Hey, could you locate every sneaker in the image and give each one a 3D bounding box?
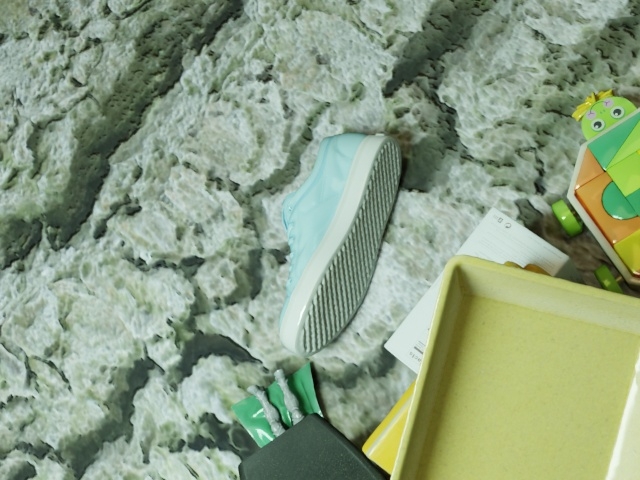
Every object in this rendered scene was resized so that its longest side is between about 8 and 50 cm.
[{"bbox_3d":[0.000,0.000,1.599,0.150,0.135,0.366,10,66,34],"label":"sneaker"}]

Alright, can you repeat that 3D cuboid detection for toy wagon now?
[{"bbox_3d":[0.455,-0.083,1.456,0.267,0.068,0.344,-33,61,9],"label":"toy wagon"}]

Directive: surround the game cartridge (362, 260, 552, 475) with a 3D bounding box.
[{"bbox_3d":[0.259,0.224,1.344,0.285,0.053,0.323,39,87,-10],"label":"game cartridge"}]

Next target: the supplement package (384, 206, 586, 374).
[{"bbox_3d":[0.228,0.103,1.443,0.134,0.139,0.244,37,90,30],"label":"supplement package"}]

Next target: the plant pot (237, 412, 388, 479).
[{"bbox_3d":[-0.002,0.341,1.393,0.187,0.188,0.167,-34,62,-3],"label":"plant pot"}]

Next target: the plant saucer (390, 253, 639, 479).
[{"bbox_3d":[0.260,0.208,1.277,0.333,0.081,0.332,14,93,-10],"label":"plant saucer"}]

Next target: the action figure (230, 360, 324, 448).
[{"bbox_3d":[-0.028,0.302,1.527,0.137,0.063,0.232,-33,65,6],"label":"action figure"}]
